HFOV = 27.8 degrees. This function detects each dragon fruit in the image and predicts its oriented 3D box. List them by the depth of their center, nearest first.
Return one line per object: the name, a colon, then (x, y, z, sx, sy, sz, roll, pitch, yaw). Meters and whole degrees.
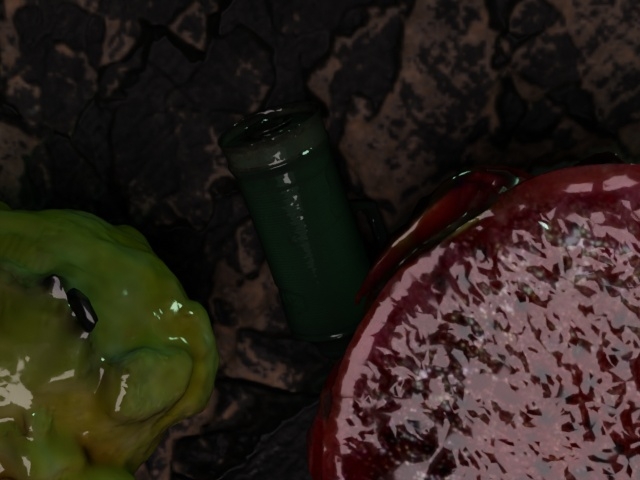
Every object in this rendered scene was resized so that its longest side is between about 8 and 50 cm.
dragon fruit: (0.190, 0.128, 0.836, 0.386, 0.249, 0.371, 3, 95, 4)

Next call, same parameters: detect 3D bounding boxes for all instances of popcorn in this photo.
popcorn: (-0.209, 0.076, 0.835, 0.286, 0.252, 0.215, 5, 142, 5)

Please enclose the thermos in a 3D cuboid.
thermos: (-0.005, 0.002, 0.896, 0.073, 0.083, 0.188, -6, 114, 30)
